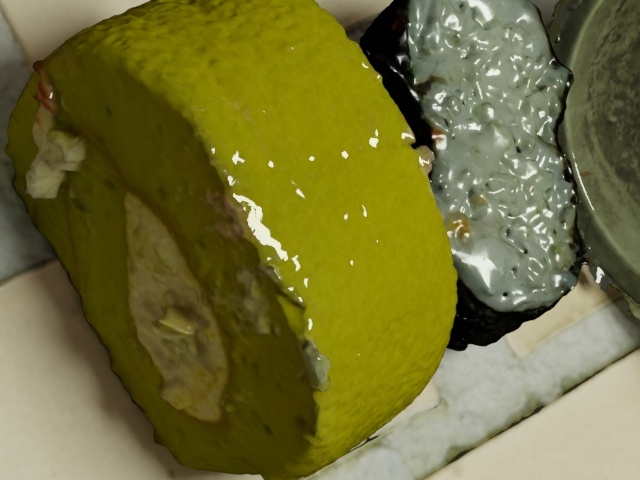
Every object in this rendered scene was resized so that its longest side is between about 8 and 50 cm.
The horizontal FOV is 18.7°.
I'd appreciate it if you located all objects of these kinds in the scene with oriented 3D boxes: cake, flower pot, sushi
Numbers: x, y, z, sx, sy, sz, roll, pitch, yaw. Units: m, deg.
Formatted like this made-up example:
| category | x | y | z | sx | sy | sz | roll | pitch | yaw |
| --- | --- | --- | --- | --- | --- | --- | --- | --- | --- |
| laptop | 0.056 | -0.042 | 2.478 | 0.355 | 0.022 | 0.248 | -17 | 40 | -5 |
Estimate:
| category | x | y | z | sx | sy | sz | roll | pitch | yaw |
| --- | --- | --- | --- | --- | --- | --- | --- | --- | --- |
| cake | -0.042 | -0.005 | 1.015 | 0.156 | 0.179 | 0.260 | -33 | 93 | -33 |
| flower pot | 0.314 | -0.087 | 1.226 | 0.259 | 0.290 | 0.290 | -22 | 87 | -48 |
| sushi | 0.068 | -0.045 | 1.133 | 0.147 | 0.115 | 0.212 | 1 | 74 | -34 |
